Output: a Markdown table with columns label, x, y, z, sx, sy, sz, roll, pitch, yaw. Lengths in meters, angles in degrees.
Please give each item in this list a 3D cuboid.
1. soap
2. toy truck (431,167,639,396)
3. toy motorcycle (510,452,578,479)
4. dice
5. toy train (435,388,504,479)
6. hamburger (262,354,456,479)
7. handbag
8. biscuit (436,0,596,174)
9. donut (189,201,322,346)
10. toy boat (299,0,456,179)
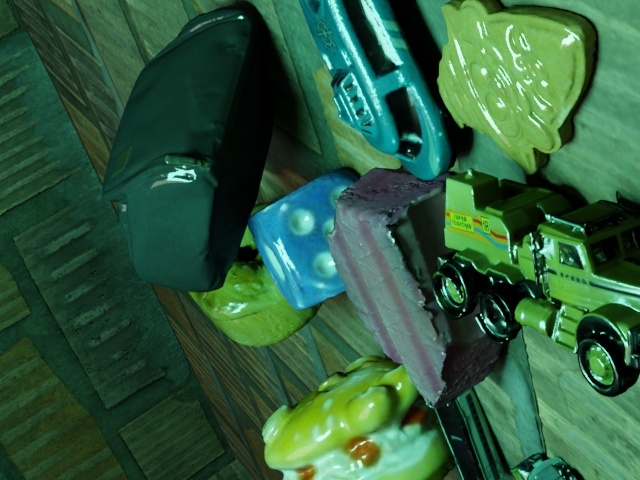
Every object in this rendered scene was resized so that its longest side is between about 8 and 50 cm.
| label | x | y | z | sx | sy | sz | roll | pitch | yaw |
| --- | --- | --- | --- | --- | --- | --- | --- | --- | --- |
| soap | 0.113 | 0.058 | 1.205 | 0.182 | 0.112 | 0.289 | 29 | 147 | 60 |
| toy truck | 0.202 | 0.021 | 0.877 | 0.257 | 0.127 | 0.127 | 32 | 135 | 55 |
| toy motorcycle | 0.295 | 0.328 | 1.272 | 0.173 | 0.058 | 0.100 | 55 | 171 | 14 |
| dice | 0.000 | 0.000 | 1.369 | 0.143 | 0.146 | 0.146 | 60 | 164 | -2 |
| toy train | 0.176 | 0.203 | 1.410 | 0.055 | 0.048 | 0.252 | 7 | 122 | 57 |
| hamburger | 0.055 | 0.272 | 1.517 | 0.186 | 0.261 | 0.302 | 62 | 162 | -2 |
| handbag | -0.172 | -0.123 | 1.360 | 0.177 | 0.302 | 0.275 | 7 | 148 | 9 |
| biscuit | 0.154 | -0.133 | 0.894 | 0.162 | 0.035 | 0.250 | 54 | 162 | -3 |
| donut | -0.090 | 0.046 | 1.613 | 0.128 | 0.208 | 0.261 | 56 | 175 | -29 |
| toy boat | 0.026 | -0.182 | 1.025 | 0.299 | 0.092 | 0.134 | 64 | 168 | -12 |
